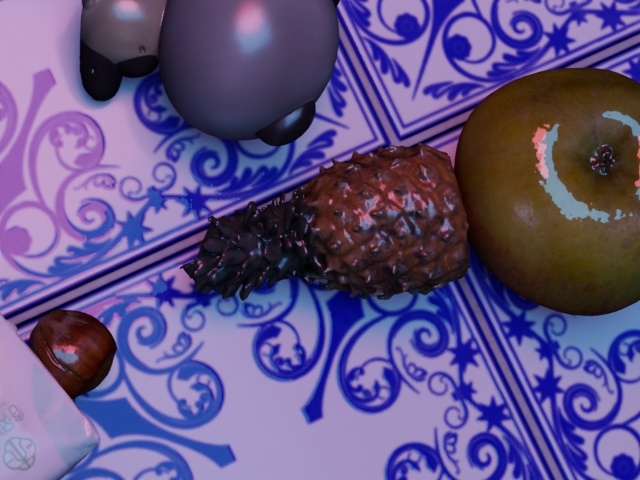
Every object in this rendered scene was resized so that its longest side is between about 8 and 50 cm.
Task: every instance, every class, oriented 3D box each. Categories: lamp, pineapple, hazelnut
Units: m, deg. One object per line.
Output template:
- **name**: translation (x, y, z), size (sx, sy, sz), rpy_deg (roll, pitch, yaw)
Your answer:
- **lamp**: translation (-0.103, -0.196, 1.811), size (0.243, 0.198, 0.198), rpy_deg (9, 76, 10)
- **pineapple**: translation (0.000, 0.000, 1.821), size (0.278, 0.158, 0.158), rpy_deg (-13, 83, -7)
- **hazelnut**: translation (-0.231, 0.102, 1.759), size (0.086, 0.086, 0.086), rpy_deg (3, 79, -15)

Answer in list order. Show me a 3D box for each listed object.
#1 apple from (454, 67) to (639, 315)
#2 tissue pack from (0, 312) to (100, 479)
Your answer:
- **apple**: translation (0.256, -0.049, 1.863), size (0.260, 0.194, 0.261), rpy_deg (2, 79, -12)
- **tissue pack**: translation (-0.411, 0.185, 1.635), size (0.356, 0.194, 0.266), rpy_deg (-38, 90, -19)
